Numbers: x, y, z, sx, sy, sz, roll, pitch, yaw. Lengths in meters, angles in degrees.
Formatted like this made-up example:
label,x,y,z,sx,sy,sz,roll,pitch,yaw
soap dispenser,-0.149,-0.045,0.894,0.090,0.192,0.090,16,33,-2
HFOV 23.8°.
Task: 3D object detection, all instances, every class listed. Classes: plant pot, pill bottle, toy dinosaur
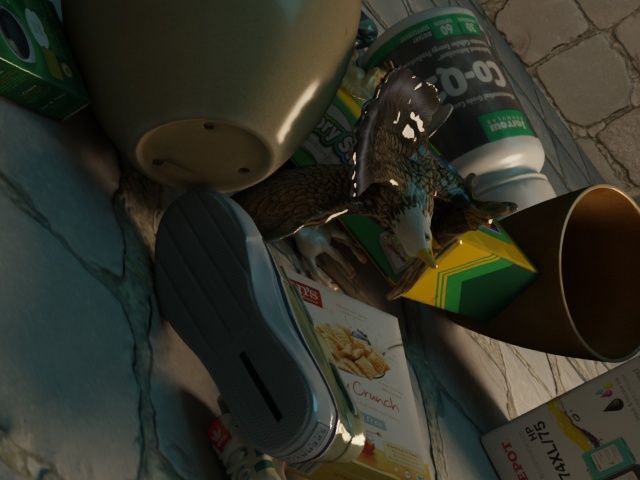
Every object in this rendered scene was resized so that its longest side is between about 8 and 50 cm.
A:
label,x,y,z,sx,sy,sz,roll,pitch,yaw
plant pot,0.293,0.053,2.087,0.237,0.254,0.237,8,79,-46
plant pot,-0.103,-0.155,1.390,0.284,0.284,0.191,39,44,-49
pill bottle,0.220,-0.163,2.349,0.204,0.204,0.361,20,42,-64
toy dinosaur,0.053,-0.186,1.811,0.183,0.053,0.092,38,29,1

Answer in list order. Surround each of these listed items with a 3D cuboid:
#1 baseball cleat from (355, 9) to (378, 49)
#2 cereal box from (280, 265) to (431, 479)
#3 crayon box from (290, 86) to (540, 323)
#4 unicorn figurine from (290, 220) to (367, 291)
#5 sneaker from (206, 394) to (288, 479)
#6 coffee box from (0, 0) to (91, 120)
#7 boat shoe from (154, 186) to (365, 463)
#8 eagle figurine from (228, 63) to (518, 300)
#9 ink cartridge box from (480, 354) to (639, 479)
label,x,y,z,sx,sy,sz,roll,pitch,yaw
baseball cleat,0.017,-0.360,2.359,0.109,0.072,0.206,53,8,26
cereal box,0.017,0.142,1.487,0.173,0.047,0.240,25,34,-29
crayon box,0.082,-0.075,1.881,0.363,0.106,0.313,52,15,23
unicorn figurine,0.000,0.000,1.744,0.111,0.060,0.162,49,4,-2
sneaker,-0.066,0.188,1.273,0.075,0.057,0.161,34,27,-20
coffee box,-0.274,-0.176,1.281,0.184,0.040,0.113,21,42,-64
boat shoe,-0.058,0.079,1.322,0.094,0.109,0.302,33,23,-49
eagle figurine,0.056,-0.058,1.532,0.298,0.226,0.225,22,0,-39
ink cartridge box,0.390,0.278,2.004,0.198,0.270,0.197,63,19,10
